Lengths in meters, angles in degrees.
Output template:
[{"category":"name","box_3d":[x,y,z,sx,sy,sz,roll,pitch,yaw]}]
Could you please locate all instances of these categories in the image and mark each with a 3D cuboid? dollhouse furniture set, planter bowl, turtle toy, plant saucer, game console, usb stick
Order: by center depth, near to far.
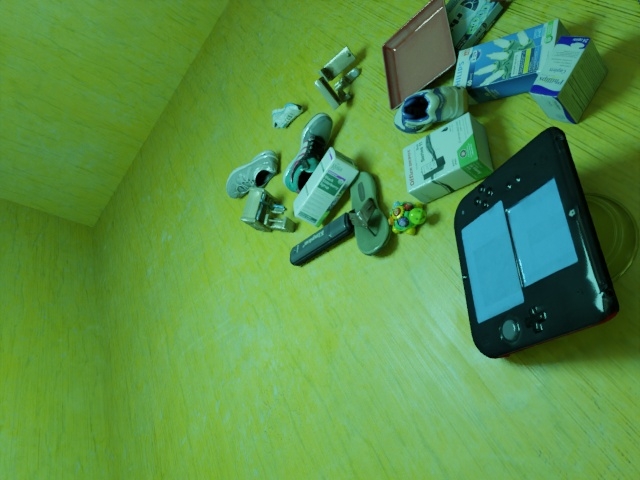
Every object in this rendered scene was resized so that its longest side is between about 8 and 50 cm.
[{"category":"planter bowl","box_3d":[0.497,-0.010,0.945,0.217,0.090,0.217,-23,56,39]},{"category":"game console","box_3d":[0.396,0.019,0.954,0.342,0.060,0.386,122,150,-59]},{"category":"turtle toy","box_3d":[0.235,-0.066,1.279,0.130,0.066,0.095,11,80,50]},{"category":"plant saucer","box_3d":[0.298,-0.552,1.419,0.258,0.048,0.259,-29,58,49]},{"category":"usb stick","box_3d":[0.000,0.000,1.518,0.278,0.045,0.077,-33,48,37]},{"category":"dollhouse furniture set","box_3d":[0.070,-0.564,1.644,0.123,0.144,0.151,-33,14,33]},{"category":"dollhouse furniture set","box_3d":[-0.167,-0.102,1.722,0.184,0.129,0.129,9,77,25]}]

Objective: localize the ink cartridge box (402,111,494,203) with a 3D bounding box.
[{"category":"ink cartridge box","box_3d":[0.324,-0.208,1.232,0.208,0.087,0.153,-26,53,39]}]

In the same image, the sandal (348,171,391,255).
[{"category":"sandal","box_3d":[0.122,-0.083,1.396,0.120,0.086,0.302,-37,48,31]}]

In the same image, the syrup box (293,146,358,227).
[{"category":"syrup box","box_3d":[0.014,-0.169,1.520,0.237,0.093,0.096,-53,24,24]}]

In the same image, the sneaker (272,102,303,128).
[{"category":"sneaker","box_3d":[-0.133,-0.492,1.902,0.191,0.071,0.082,-5,75,56]}]

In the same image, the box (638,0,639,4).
[{"category":"box","box_3d":[0.709,-0.604,0.982,0.153,0.108,0.207,-29,53,37]}]

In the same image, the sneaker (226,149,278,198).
[{"category":"sneaker","box_3d":[-0.281,-0.246,1.907,0.281,0.105,0.115,-36,48,31]}]

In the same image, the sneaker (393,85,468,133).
[{"category":"sneaker","box_3d":[0.262,-0.359,1.289,0.296,0.131,0.111,-179,82,-69]}]

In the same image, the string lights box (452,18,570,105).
[{"category":"string lights box","box_3d":[0.470,-0.435,1.189,0.260,0.077,0.133,0,74,48]}]

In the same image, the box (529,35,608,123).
[{"category":"box","box_3d":[0.539,-0.346,1.031,0.072,0.126,0.137,35,98,49]}]

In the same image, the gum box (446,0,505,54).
[{"category":"gum box","box_3d":[0.413,-0.634,1.377,0.157,0.041,0.184,-50,43,19]}]

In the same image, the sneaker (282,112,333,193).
[{"category":"sneaker","box_3d":[-0.020,-0.279,1.616,0.295,0.124,0.178,-63,34,17]}]
